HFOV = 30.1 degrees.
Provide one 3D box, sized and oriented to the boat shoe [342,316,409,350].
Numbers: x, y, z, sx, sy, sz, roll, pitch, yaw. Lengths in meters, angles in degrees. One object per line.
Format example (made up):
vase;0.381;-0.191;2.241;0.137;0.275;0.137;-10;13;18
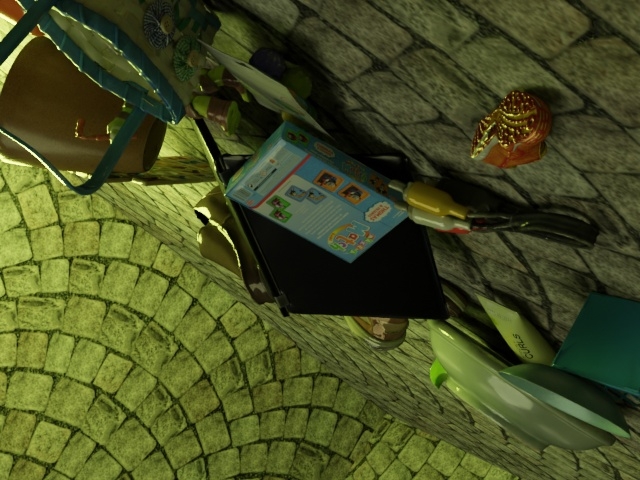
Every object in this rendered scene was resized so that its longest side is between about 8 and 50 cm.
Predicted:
boat shoe;0.052;0.071;2.305;0.324;0.123;0.116;39;138;19

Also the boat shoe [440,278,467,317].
boat shoe;0.149;0.101;2.136;0.257;0.095;0.095;21;164;47

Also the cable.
cable;0.223;-0.015;1.491;0.287;0.072;0.139;24;171;39

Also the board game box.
board game box;-0.001;-0.062;1.624;0.211;0.039;0.160;29;140;-18

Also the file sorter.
file sorter;0.414;0.155;1.560;0.104;0.118;0.170;36;170;-28

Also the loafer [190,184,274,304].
loafer;-0.151;0.016;2.181;0.134;0.130;0.366;62;180;-32

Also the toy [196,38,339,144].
toy;-0.051;-0.201;1.510;0.137;0.056;0.237;30;174;20

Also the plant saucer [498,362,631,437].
plant saucer;0.335;0.206;1.605;0.195;0.037;0.195;27;172;4

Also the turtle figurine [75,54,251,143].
turtle figurine;-0.205;-0.219;1.625;0.217;0.269;0.087;9;129;12

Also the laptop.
laptop;-0.021;-0.077;1.830;0.382;0.236;0.408;70;173;-48

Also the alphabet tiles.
alphabet tiles;-0.334;-0.138;2.264;0.285;0.011;0.342;-6;-166;-34

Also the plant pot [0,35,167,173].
plant pot;-0.413;-0.216;2.125;0.254;0.237;0.237;18;167;7

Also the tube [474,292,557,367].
tube;0.336;0.162;1.977;0.070;0.062;0.240;-17;139;23

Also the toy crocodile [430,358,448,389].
toy crocodile;0.382;0.323;2.406;0.340;0.105;0.115;30;169;16

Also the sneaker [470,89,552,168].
sneaker;0.206;-0.110;1.202;0.067;0.064;0.175;14;176;-6

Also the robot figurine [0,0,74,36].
robot figurine;-0.420;-0.370;1.653;0.219;0.128;0.158;31;-170;9

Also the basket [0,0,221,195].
basket;-0.273;-0.221;1.436;0.201;0.289;0.255;33;173;30

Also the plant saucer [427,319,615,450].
plant saucer;0.342;0.282;2.162;0.400;0.100;0.400;34;180;0
